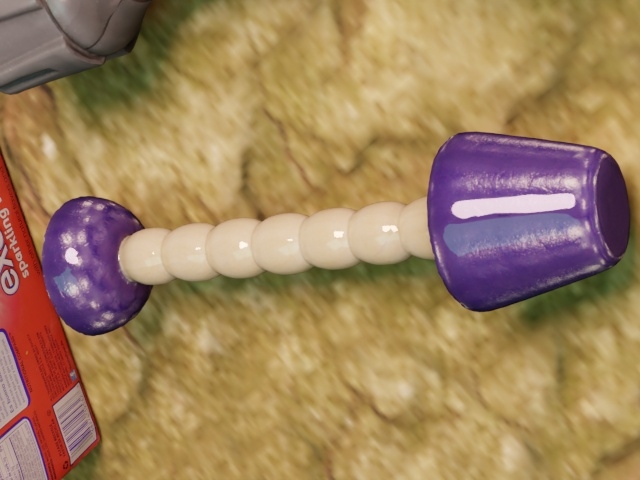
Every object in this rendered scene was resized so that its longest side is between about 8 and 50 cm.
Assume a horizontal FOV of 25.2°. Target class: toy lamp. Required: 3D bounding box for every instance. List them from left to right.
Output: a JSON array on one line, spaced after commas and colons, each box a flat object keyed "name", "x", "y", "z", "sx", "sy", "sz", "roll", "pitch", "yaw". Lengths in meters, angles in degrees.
[{"name": "toy lamp", "x": 0.000, "y": 0.000, "z": 0.641, "sx": 0.274, "sy": 0.080, "sz": 0.080, "roll": -8, "pitch": 110, "yaw": 29}]

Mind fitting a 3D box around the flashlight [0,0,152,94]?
[{"name": "flashlight", "x": -0.025, "y": -0.133, "z": 0.575, "sx": 0.304, "sy": 0.103, "sz": 0.103, "roll": -17, "pitch": 108, "yaw": 31}]

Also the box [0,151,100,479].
[{"name": "box", "x": -0.231, "y": 0.028, "z": 0.745, "sx": 0.122, "sy": 0.128, "sz": 0.257, "roll": -5, "pitch": 112, "yaw": 29}]
